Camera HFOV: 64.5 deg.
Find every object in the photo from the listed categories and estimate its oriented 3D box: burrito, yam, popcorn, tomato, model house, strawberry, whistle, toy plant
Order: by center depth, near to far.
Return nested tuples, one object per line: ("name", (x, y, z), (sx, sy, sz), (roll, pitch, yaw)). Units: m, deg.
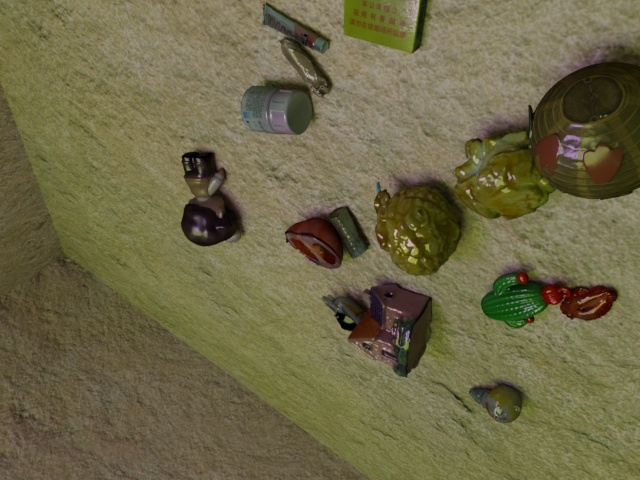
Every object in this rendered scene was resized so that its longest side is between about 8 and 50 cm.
("popcorn", (0.409, -0.138, 1.123), (0.204, 0.183, 0.221), (18, 163, -33))
("strawberry", (0.677, 0.163, 1.286), (0.104, 0.048, 0.152), (37, 146, 3))
("burrito", (-0.043, -0.459, 1.338), (0.188, 0.045, 0.058), (50, 136, -6))
("popcorn", (0.249, -0.035, 1.366), (0.252, 0.206, 0.236), (39, 159, 24))
("toy plant", (0.537, 0.152, 1.367), (0.155, 0.088, 0.240), (38, 142, 9))
("yam", (0.092, -0.024, 1.621), (0.068, 0.068, 0.169), (-7, 121, 46))
("model house", (0.224, 0.285, 1.686), (0.238, 0.202, 0.236), (19, 136, 28))
("tomato", (0.000, 0.000, 1.689), (0.228, 0.112, 0.199), (14, 150, 45))
("whistle", (0.578, 0.543, 1.697), (0.122, 0.123, 0.223), (54, 156, -14))

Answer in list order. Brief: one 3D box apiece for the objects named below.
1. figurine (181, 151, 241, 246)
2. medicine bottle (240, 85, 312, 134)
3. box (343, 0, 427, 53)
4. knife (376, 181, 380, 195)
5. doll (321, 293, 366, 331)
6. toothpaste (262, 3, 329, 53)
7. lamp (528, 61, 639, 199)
("figurine", (-0.431, -0.155, 1.920), (0.218, 0.206, 0.364), (4, 106, 12))
("medicine bottle", (-0.124, -0.367, 1.430), (0.169, 0.135, 0.135), (13, 134, 32))
("box", (0.141, -0.579, 1.054), (0.187, 0.047, 0.334), (25, 139, 23))
("knife", (0.171, -0.134, 1.491), (0.014, 0.005, 0.091), (19, 136, 31))
("doll", (0.134, 0.304, 1.865), (0.316, 0.103, 0.145), (49, -173, -19))
("toothpaste", (-0.069, -0.538, 1.297), (0.205, 0.036, 0.056), (35, 144, 17))
("lamp", (0.523, -0.191, 0.946), (0.250, 0.250, 0.284), (8, 169, 37))
